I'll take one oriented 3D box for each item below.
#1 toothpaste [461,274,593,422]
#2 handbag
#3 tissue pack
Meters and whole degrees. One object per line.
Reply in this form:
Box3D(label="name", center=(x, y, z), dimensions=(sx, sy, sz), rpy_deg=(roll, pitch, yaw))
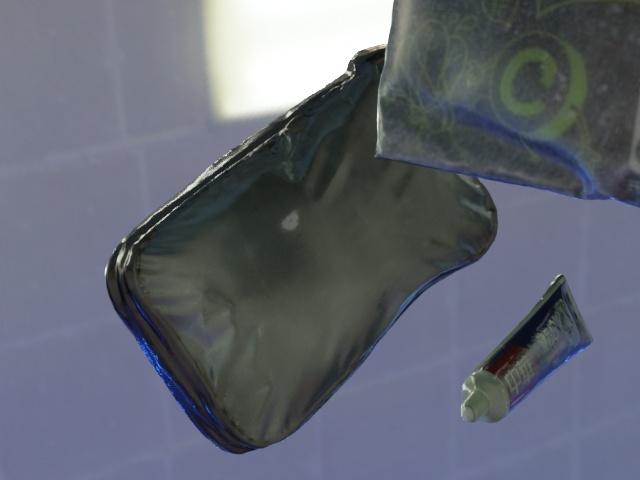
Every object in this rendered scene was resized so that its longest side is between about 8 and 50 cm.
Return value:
Box3D(label="toothpaste", center=(0.093, 0.051, 0.682), dimensions=(0.140, 0.021, 0.037), rpy_deg=(-31, -83, -57))
Box3D(label="handbag", center=(0.002, -0.001, 1.152), dimensions=(0.332, 0.075, 0.192), rpy_deg=(-41, -76, -29))
Box3D(label="tissue pack", center=(0.197, -0.219, 0.904), dimensions=(0.124, 0.288, 0.394), rpy_deg=(-12, -70, -61))
